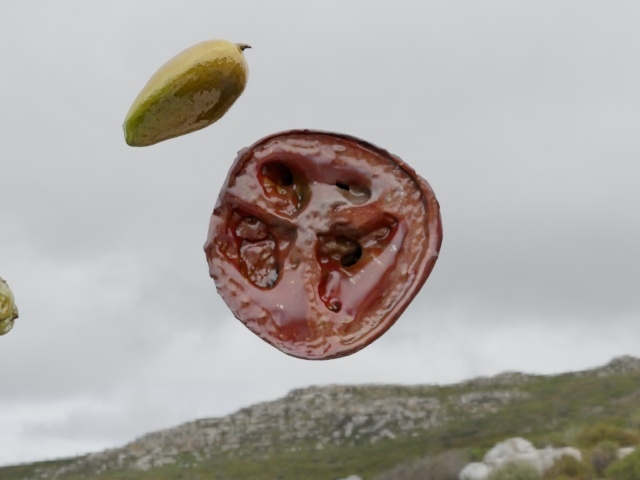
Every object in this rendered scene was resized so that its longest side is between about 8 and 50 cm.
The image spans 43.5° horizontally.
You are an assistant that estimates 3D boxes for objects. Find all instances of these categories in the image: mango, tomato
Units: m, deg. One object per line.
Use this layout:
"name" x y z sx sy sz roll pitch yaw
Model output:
"mango" -0.156 -0.173 0.952 0.187 0.066 0.101 -36 -33 -7
"tomato" 0.002 -0.001 0.794 0.227 0.228 0.101 -4 -5 -2

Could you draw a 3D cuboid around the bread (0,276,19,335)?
"bread" -0.458 0.037 0.739 0.367 0.077 0.084 9 -8 4
